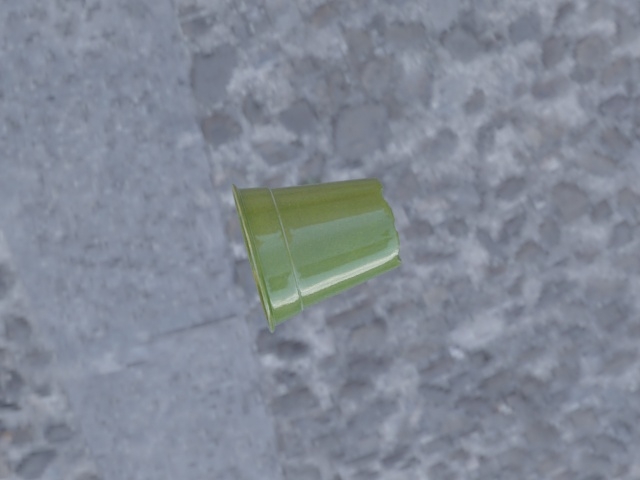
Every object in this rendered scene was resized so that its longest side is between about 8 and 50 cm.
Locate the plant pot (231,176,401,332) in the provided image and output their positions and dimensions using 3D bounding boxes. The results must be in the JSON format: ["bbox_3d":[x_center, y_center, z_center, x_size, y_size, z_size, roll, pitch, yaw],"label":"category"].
[{"bbox_3d":[0.000,0.000,0.801,0.079,0.083,0.083,-15,134,-3],"label":"plant pot"}]
